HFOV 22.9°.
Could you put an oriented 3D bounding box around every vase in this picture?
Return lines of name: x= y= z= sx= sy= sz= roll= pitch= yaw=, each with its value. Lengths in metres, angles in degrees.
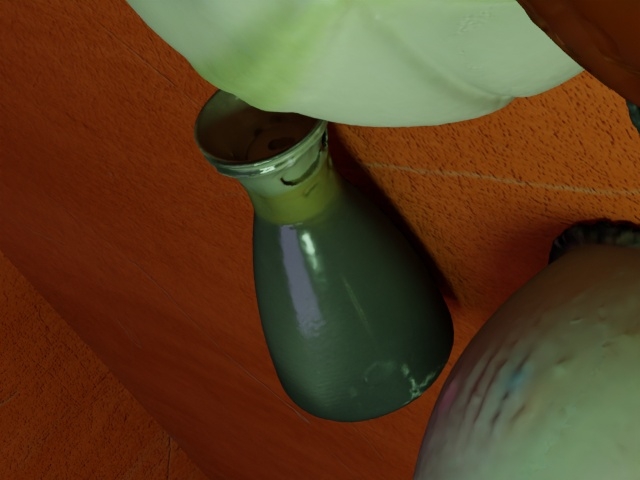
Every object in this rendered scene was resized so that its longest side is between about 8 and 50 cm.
vase: x=0.000 y=0.000 z=1.392 sx=0.173 sy=0.173 sz=0.321 roll=24 pitch=149 yaw=39

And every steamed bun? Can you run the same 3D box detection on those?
steamed bun: x=0.049 y=-0.187 z=0.693 sx=0.309 sy=0.309 sz=0.309 roll=35 pitch=161 yaw=14

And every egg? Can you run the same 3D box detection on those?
egg: x=0.220 y=0.220 z=1.179 sx=0.354 sy=0.340 sz=0.354 roll=36 pitch=163 yaw=13

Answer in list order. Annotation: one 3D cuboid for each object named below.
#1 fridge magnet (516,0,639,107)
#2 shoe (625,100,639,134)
fridge magnet: x=0.204 y=-0.166 z=0.436 sx=0.364 sy=0.155 sz=0.363 roll=0 pitch=134 yaw=0
shoe: x=0.213 y=-0.086 z=0.875 sx=0.108 sy=0.093 sz=0.241 roll=31 pitch=158 yaw=20
